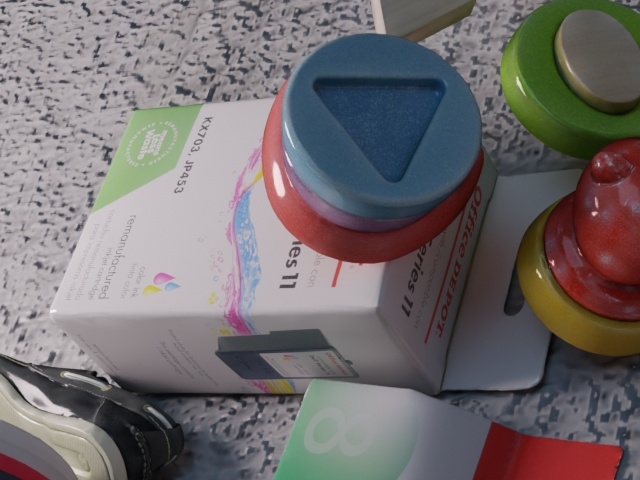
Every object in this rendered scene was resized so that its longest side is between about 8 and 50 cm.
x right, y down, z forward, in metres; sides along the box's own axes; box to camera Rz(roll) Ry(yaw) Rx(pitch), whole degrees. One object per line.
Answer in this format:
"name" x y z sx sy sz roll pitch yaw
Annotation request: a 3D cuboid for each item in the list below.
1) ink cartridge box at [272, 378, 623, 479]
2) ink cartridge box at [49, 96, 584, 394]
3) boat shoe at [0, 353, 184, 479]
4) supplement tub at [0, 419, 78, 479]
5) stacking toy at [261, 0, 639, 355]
"ink cartridge box" 0.065 0.189 1.143 0.224 0.056 0.181 2 57 34
"ink cartridge box" 0.000 0.000 1.286 0.353 0.119 0.207 -3 53 29
"boat shoe" -0.198 0.134 1.343 0.079 0.084 0.233 -31 32 -34
"supplement tub" -0.282 0.265 1.193 0.191 0.191 0.272 -8 52 26
"stacking toy" 0.129 -0.098 1.169 0.309 0.130 0.280 16 59 -2
